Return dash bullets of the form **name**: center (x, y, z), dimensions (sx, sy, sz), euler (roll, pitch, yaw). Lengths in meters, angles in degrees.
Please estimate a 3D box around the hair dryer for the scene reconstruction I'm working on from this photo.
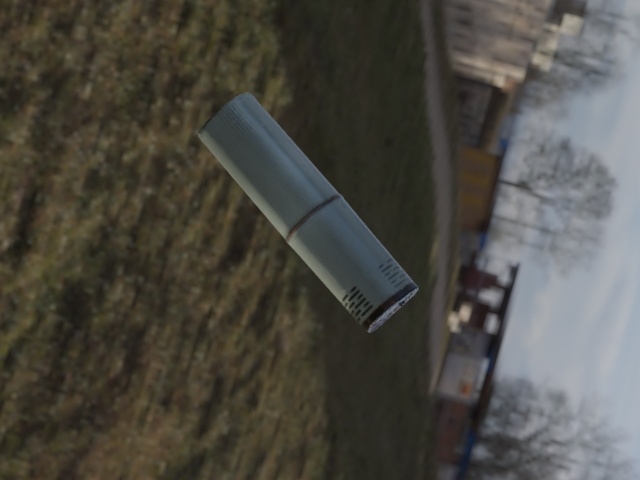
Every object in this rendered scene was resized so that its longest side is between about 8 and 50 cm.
- **hair dryer**: center (-0.005, -0.006, 0.895), dimensions (0.044, 0.155, 0.183), euler (-38, 172, -4)
